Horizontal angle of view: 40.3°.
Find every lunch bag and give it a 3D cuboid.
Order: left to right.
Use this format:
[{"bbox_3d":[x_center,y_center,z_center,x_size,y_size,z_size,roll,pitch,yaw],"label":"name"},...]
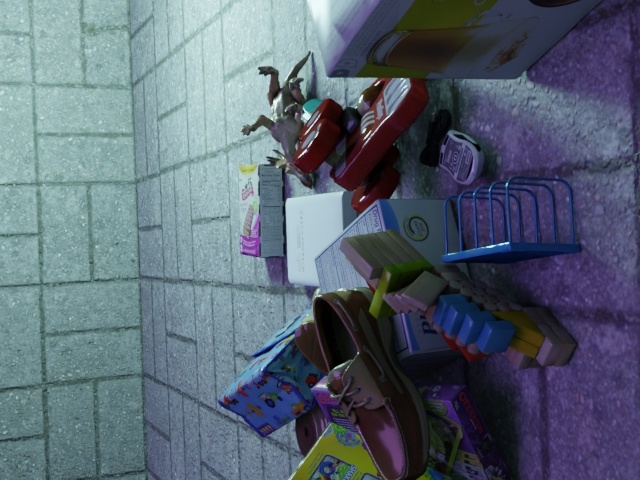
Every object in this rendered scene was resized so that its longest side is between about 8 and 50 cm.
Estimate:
[{"bbox_3d":[-0.059,0.247,1.883,0.221,0.138,0.293,-41,13,48],"label":"lunch bag"}]

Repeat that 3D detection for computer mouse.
[{"bbox_3d":[0.223,-0.141,1.426,0.193,0.042,0.106,-125,44,-58],"label":"computer mouse"}]

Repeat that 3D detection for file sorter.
[{"bbox_3d":[0.266,-0.026,1.248,0.170,0.118,0.104,164,105,-65],"label":"file sorter"}]

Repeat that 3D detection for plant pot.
[{"bbox_3d":[0.017,0.397,1.839,0.237,0.109,0.237,178,90,-66],"label":"plant pot"}]

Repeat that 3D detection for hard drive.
[{"bbox_3d":[0.000,0.000,1.924,0.307,0.040,0.203,179,89,-65],"label":"hard drive"}]

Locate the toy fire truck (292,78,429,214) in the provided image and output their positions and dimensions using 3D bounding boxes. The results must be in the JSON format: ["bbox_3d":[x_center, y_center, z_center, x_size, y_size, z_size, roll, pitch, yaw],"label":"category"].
[{"bbox_3d":[0.096,-0.207,1.535,0.254,0.169,0.302,-48,14,22],"label":"toy fire truck"}]

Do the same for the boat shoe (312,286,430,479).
[{"bbox_3d":[0.062,0.218,1.335,0.122,0.120,0.324,-48,49,38],"label":"boat shoe"}]

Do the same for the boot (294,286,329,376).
[{"bbox_3d":[0.060,0.225,1.729,0.095,0.262,0.203,-38,10,19],"label":"boot"}]

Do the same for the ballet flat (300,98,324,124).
[{"bbox_3d":[0.030,-0.226,1.817,0.077,0.091,0.241,67,174,-34],"label":"ballet flat"}]

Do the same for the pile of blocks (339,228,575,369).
[{"bbox_3d":[0.180,0.115,1.276,0.362,0.149,0.113,28,123,21],"label":"pile of blocks"}]

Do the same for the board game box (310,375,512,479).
[{"bbox_3d":[0.144,0.325,1.437,0.347,0.056,0.208,-7,119,53],"label":"board game box"}]

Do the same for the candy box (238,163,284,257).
[{"bbox_3d":[-0.152,-0.076,2.214,0.159,0.071,0.233,-175,84,-66],"label":"candy box"}]

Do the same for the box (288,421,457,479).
[{"bbox_3d":[0.090,0.494,1.396,0.279,0.177,0.290,20,131,21],"label":"box"}]

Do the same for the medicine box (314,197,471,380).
[{"bbox_3d":[0.127,0.100,1.523,0.289,0.149,0.263,137,126,-58],"label":"medicine box"}]

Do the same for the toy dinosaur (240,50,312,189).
[{"bbox_3d":[-0.074,-0.278,1.989,0.200,0.127,0.296,51,-135,-63],"label":"toy dinosaur"}]

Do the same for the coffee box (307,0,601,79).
[{"bbox_3d":[0.180,-0.441,1.138,0.337,0.334,0.338,-44,55,57],"label":"coffee box"}]
